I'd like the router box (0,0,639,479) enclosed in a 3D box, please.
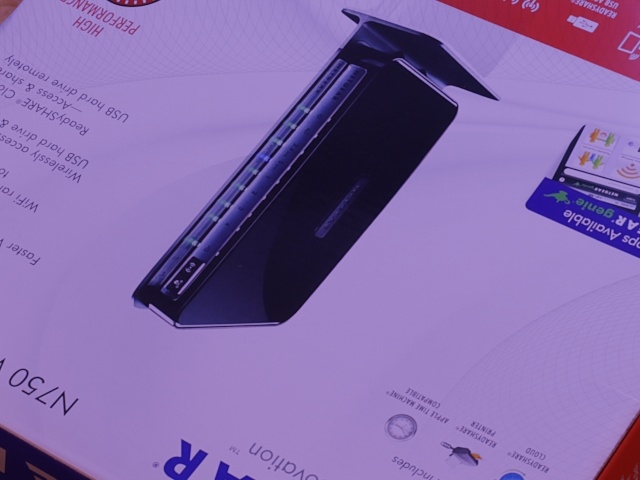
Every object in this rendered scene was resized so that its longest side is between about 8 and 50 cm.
[{"bbox_3d":[0.000,0.000,0.807,0.335,0.082,0.301,25,61,25],"label":"router box"}]
